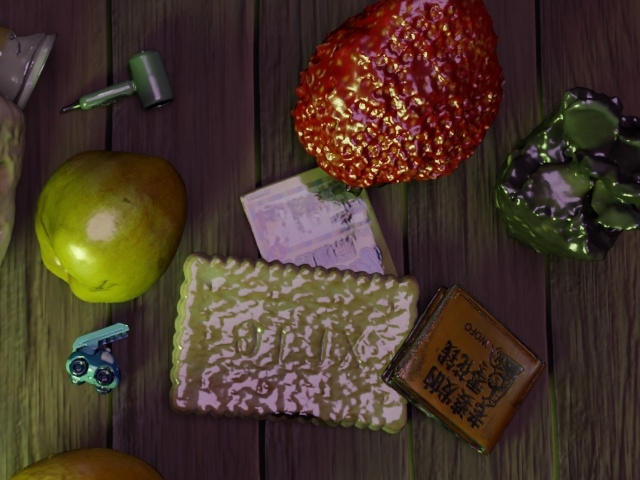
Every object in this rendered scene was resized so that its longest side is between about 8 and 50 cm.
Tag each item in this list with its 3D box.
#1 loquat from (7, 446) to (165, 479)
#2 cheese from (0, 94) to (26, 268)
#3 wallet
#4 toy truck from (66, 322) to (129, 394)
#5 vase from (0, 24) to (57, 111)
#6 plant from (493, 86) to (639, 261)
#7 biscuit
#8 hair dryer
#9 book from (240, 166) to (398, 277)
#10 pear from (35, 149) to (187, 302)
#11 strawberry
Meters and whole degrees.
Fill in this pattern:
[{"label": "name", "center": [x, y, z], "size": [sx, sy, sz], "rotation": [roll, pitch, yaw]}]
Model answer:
[{"label": "loquat", "center": [-0.281, 0.374, 1.757], "size": [0.274, 0.275, 0.275], "rotation": [1, 83, -10]}, {"label": "cheese", "center": [-0.452, -0.046, 1.792], "size": [0.251, 0.173, 0.248], "rotation": [-26, 91, 0]}, {"label": "wallet", "center": [0.195, 0.173, 1.941], "size": [0.195, 0.042, 0.161], "rotation": [41, 76, -19]}, {"label": "toy truck", "center": [-0.281, 0.146, 1.879], "size": [0.073, 0.056, 0.090], "rotation": [22, 68, -1]}, {"label": "vase", "center": [-0.498, -0.275, 1.834], "size": [0.321, 0.173, 0.173], "rotation": [25, 80, -11]}, {"label": "plant", "center": [0.342, -0.077, 1.904], "size": [0.199, 0.276, 0.188], "rotation": [40, 74, -5]}, {"label": "biscuit", "center": [-0.031, 0.135, 1.915], "size": [0.324, 0.044, 0.217], "rotation": [5, 88, -14]}, {"label": "hair dryer", "center": [-0.272, -0.194, 1.930], "size": [0.150, 0.047, 0.071], "rotation": [-19, 85, -1]}, {"label": "book", "center": [0.000, 0.000, 1.965], "size": [0.168, 0.013, 0.192], "rotation": [-21, 88, -12]}, {"label": "pear", "center": [-0.260, -0.023, 1.834], "size": [0.200, 0.200, 0.200], "rotation": [1, 83, -10]}, {"label": "strawberry", "center": [0.105, -0.195, 1.883], "size": [0.261, 0.257, 0.261], "rotation": [3, 82, -19]}]
